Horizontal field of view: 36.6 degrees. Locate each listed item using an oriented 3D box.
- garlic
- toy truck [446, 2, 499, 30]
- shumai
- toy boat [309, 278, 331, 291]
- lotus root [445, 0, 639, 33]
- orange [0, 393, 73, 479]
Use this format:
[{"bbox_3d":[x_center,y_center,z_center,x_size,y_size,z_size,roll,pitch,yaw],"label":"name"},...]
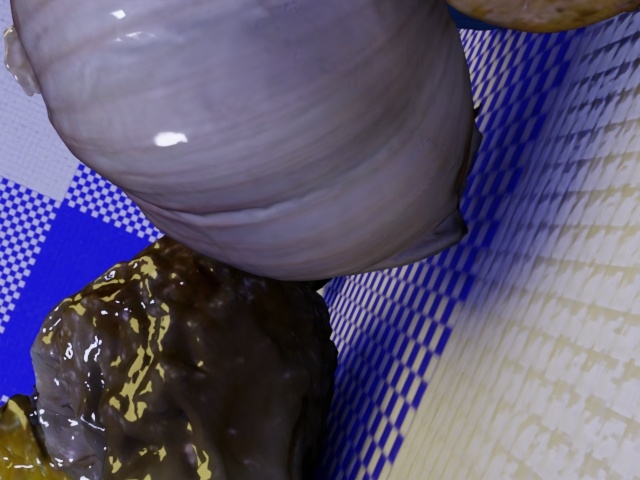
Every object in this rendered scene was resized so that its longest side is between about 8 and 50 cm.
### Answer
[{"bbox_3d":[-0.041,-0.127,0.508,0.241,0.322,0.322,-35,0,-11],"label":"garlic"},{"bbox_3d":[0.131,-0.336,0.679,0.161,0.162,0.385,-172,105,-83],"label":"toy truck"},{"bbox_3d":[-0.061,0.170,0.646,0.283,0.217,0.346,56,143,45],"label":"shumai"},{"bbox_3d":[0.000,0.000,1.017,0.104,0.052,0.210,-61,7,22],"label":"toy boat"},{"bbox_3d":[0.119,-0.224,0.402,0.193,0.193,0.291,127,159,-65],"label":"lotus root"},{"bbox_3d":[-0.233,0.330,0.921,0.210,0.271,0.368,13,-82,-56],"label":"orange"}]
